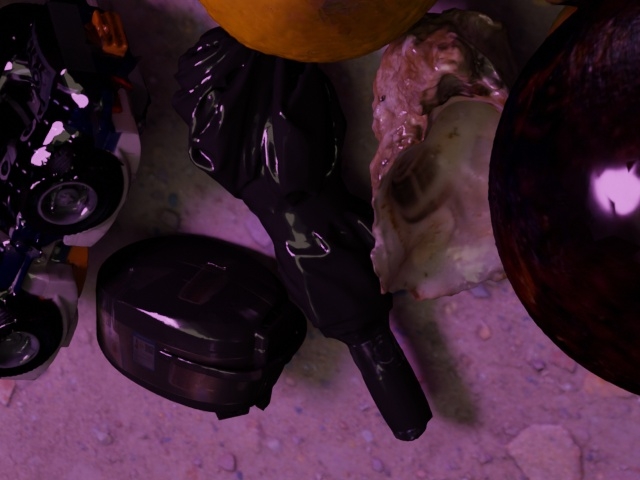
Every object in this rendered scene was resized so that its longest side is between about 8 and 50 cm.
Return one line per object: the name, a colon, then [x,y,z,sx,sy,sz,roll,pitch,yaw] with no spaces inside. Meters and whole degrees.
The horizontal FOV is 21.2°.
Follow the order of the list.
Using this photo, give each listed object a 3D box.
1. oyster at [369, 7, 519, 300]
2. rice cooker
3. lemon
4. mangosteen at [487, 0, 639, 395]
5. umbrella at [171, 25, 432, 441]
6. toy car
oyster: [0.096,-0.060,1.134,0.162,0.107,0.232,-16,134,2]
rice cooker: [-0.095,0.063,1.298,0.165,0.112,0.106,28,132,17]
lemon: [0.005,-0.211,1.033,0.188,0.188,0.256,40,134,1]
mangosteen: [0.232,-0.050,0.966,0.311,0.311,0.311,13,123,20]
umbrella: [0.000,0.000,1.218,0.118,0.118,0.340,-11,114,32]
toy car: [-0.205,-0.040,1.260,0.118,0.193,0.301,7,131,-29]
